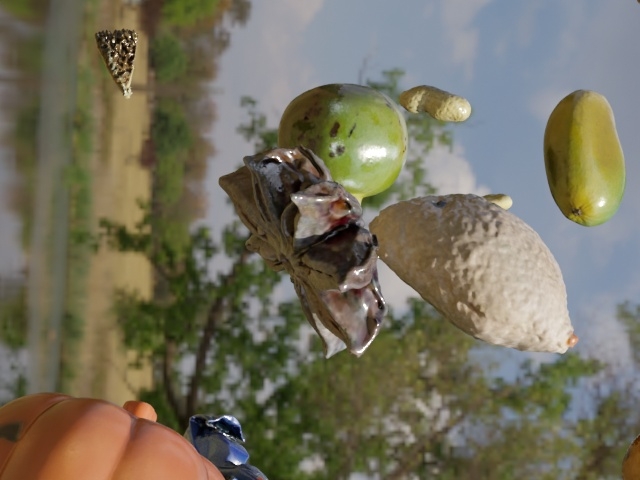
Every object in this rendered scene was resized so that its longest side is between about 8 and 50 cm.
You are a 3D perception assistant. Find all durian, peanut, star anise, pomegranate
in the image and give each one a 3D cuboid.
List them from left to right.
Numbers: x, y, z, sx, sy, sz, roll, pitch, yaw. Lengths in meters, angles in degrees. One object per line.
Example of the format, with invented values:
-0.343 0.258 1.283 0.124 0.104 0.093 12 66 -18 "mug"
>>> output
-0.250 -0.221 1.534 0.130 0.052 0.066 -112 -149 -51 "durian"
0.000 0.000 1.277 0.223 0.109 0.236 56 -18 -4 "star anise"
0.033 -0.108 1.667 0.179 0.179 0.211 -108 -170 -65 "pomegranate"
0.129 -0.155 1.423 0.037 0.083 0.037 -44 142 -51 "peanut"

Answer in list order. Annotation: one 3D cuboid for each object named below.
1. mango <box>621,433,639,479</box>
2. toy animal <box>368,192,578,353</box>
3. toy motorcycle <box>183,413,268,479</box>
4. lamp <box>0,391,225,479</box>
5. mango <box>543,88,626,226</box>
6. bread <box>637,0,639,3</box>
0.438 0.259 1.465 0.178 0.090 0.115 -19 -128 34 "mango"
0.259 0.041 1.965 0.226 0.358 0.188 -32 159 -50 "toy animal"
-0.114 0.247 1.332 0.114 0.076 0.205 -54 -153 2 "toy motorcycle"
-0.143 0.175 0.790 0.188 0.187 0.164 111 1 -65 "lamp"
0.332 -0.109 1.606 0.085 0.122 0.191 -30 -124 45 "mango"
0.388 -0.346 1.419 0.114 0.132 0.190 -7 69 -64 "bread"
